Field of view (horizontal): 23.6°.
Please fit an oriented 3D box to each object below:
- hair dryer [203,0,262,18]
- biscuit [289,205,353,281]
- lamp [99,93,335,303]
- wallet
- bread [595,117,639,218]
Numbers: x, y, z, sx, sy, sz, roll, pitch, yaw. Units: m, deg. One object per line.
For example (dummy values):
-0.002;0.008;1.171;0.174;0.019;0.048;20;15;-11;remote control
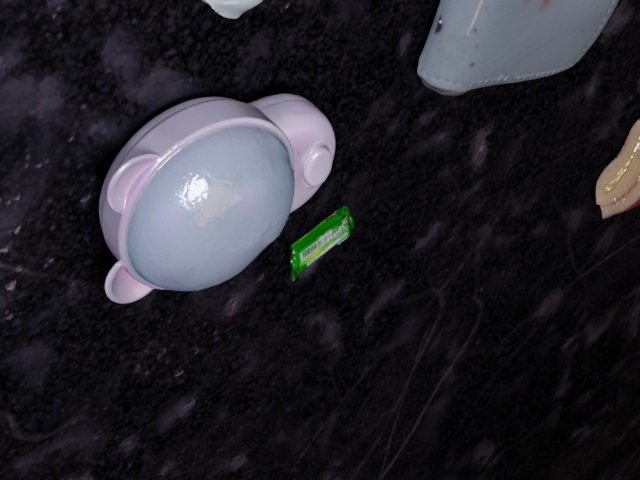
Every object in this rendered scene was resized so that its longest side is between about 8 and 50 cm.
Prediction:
0.020;-0.253;1.278;0.206;0.075;0.237;-44;162;17;hair dryer
0.000;0.000;1.547;0.089;0.016;0.046;-37;148;-19;biscuit
-0.080;-0.040;1.321;0.246;0.108;0.179;-27;146;-34;lamp
0.238;-0.307;1.470;0.252;0.083;0.360;-10;132;-39;wallet
0.428;-0.106;1.927;0.192;0.067;0.119;-29;143;-31;bread
